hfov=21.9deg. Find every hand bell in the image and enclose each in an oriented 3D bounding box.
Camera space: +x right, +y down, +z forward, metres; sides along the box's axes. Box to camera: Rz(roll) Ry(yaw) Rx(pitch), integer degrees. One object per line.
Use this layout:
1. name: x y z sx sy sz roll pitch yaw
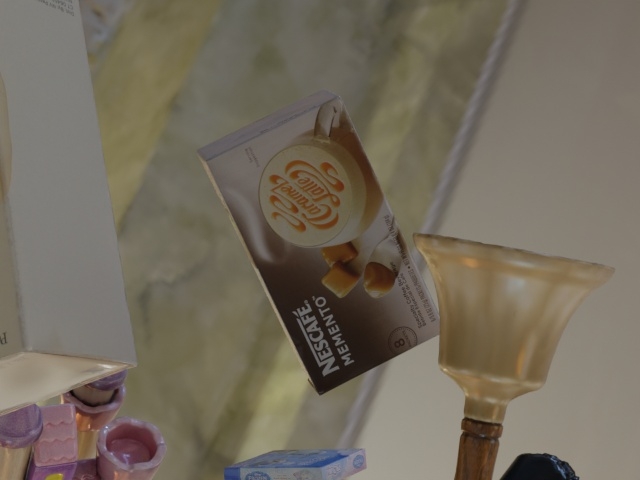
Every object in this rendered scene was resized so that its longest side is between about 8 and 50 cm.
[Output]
1. hand bell: 0.099 0.124 1.019 0.126 0.126 0.242 9 -90 57

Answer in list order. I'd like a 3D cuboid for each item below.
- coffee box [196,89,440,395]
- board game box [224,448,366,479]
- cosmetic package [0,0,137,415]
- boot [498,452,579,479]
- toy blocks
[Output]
1. coffee box: 0.000 0.000 1.561 0.141 0.246 0.098 -25 -168 -5
2. board game box: -0.020 0.190 1.380 0.090 0.090 0.020 -3 -88 25
3. cosmetic package: -0.237 -0.045 1.113 0.160 0.113 0.309 -22 -111 29
4. boot: 0.114 0.251 1.353 0.246 0.094 0.207 29 -127 21
5. toy blocks: -0.269 0.227 1.505 0.309 0.288 0.260 63 -35 38
